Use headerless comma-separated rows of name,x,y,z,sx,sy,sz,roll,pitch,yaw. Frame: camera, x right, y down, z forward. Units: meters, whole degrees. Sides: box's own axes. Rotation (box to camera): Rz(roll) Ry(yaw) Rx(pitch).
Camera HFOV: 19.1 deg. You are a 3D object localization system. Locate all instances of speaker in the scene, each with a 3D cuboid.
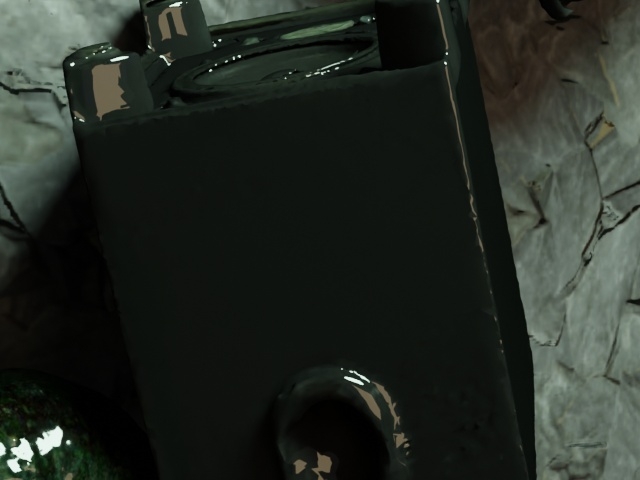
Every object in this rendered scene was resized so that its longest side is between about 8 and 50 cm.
speaker,0.000,0.000,0.934,0.232,0.184,0.254,-71,150,-72

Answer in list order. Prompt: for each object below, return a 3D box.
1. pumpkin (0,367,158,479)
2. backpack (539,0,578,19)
pumpkin,-0.154,0.166,0.895,0.211,0.152,0.212,-7,99,-55
backpack,0.199,-0.340,1.091,0.446,0.254,0.363,-54,127,-40
